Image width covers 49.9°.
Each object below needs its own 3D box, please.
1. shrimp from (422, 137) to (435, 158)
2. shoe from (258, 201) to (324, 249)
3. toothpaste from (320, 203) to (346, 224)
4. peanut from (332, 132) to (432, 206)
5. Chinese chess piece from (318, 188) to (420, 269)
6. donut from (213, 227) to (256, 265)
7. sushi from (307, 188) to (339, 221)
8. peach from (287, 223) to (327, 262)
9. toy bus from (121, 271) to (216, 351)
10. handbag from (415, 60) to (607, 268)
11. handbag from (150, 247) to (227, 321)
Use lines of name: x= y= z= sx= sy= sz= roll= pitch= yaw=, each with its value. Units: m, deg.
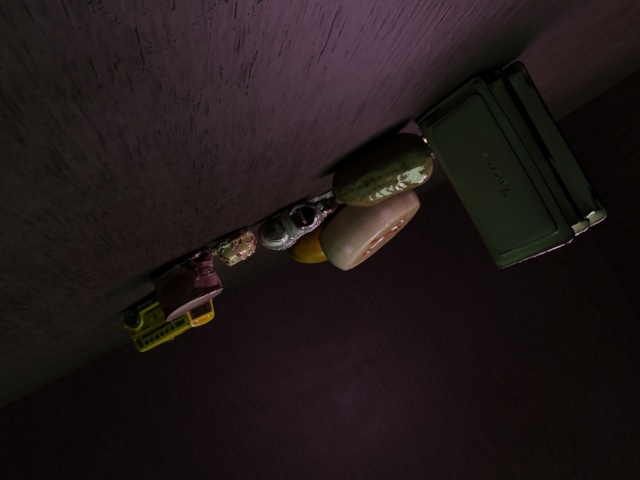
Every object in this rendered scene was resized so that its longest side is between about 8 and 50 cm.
shrimp: x=0.291 y=-0.250 z=1.782 sx=0.217 sy=0.051 sz=0.150 roll=-21 pitch=166 yaw=-32
shoe: x=-0.068 y=-0.041 z=1.721 sx=0.180 sy=0.089 sz=0.092 roll=-29 pitch=178 yaw=-17
toothpaste: x=0.006 y=-0.076 z=2.165 sx=0.269 sy=0.047 sz=0.069 roll=-23 pitch=-168 yaw=-16
peanut: x=0.126 y=-0.143 z=1.474 sx=0.253 sy=0.122 sz=0.137 roll=-27 pitch=-173 yaw=26
Chinese chess piece: x=0.148 y=-0.055 z=2.118 sx=0.338 sy=0.140 sz=0.338 roll=-40 pitch=169 yaw=-10
donut: x=-0.207 y=0.018 z=1.704 sx=0.108 sy=0.065 sz=0.166 roll=-27 pitch=177 yaw=-12
sushi: x=0.007 y=-0.087 z=1.945 sx=0.264 sy=0.050 sz=0.290 roll=-28 pitch=176 yaw=10
peach: x=0.000 y=0.000 z=2.444 sx=0.251 sy=0.153 sz=0.251 roll=-13 pitch=169 yaw=-3
toy bus: x=-0.437 y=0.212 z=2.069 sx=0.330 sy=0.152 sz=0.144 roll=-30 pitch=175 yaw=31
handbag: x=0.368 y=-0.142 z=1.374 sx=0.160 sy=0.358 sz=0.237 roll=-27 pitch=177 yaw=-39
handbag: x=-0.324 y=0.106 z=1.689 sx=0.179 sy=0.116 sz=0.205 roll=-27 pitch=176 yaw=-17
